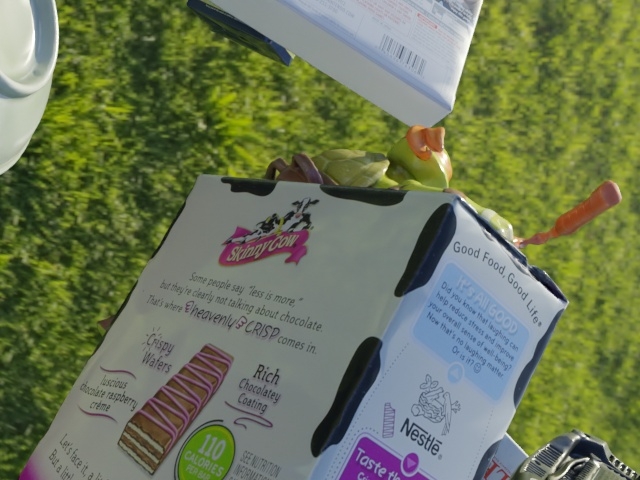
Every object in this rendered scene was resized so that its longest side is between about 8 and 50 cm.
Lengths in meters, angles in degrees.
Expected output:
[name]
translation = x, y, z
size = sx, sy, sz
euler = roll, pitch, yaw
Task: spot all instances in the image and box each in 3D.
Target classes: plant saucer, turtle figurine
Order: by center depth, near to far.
[turtle figurine]
translation = 0.000, 0.000, 0.533
size = 0.217, 0.269, 0.087
euler = -34, 110, -21
[plant saucer]
translation = -0.403, -0.271, 1.249
size = 0.400, 0.100, 0.401
euler = -6, 90, -75

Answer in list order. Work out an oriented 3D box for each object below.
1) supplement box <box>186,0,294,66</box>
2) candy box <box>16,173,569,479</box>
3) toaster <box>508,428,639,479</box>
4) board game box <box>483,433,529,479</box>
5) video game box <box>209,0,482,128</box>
[supplement box]
translation = -0.047, -0.201, 0.858
size = 0.083, 0.083, 0.056
euler = -62, 162, -3
[candy box]
translation = -0.037, 0.093, 0.369
size = 0.071, 0.159, 0.233
euler = 38, 73, -33
[toaster]
translation = 0.148, 0.208, 0.617
size = 0.146, 0.129, 0.227
euler = -63, 162, 13
[board game box]
translation = 0.143, 0.219, 0.911
size = 0.066, 0.318, 0.319
euler = -46, 110, -7
[video game box]
translation = 0.024, -0.205, 0.763
size = 0.205, 0.048, 0.187
euler = 30, 60, -16
